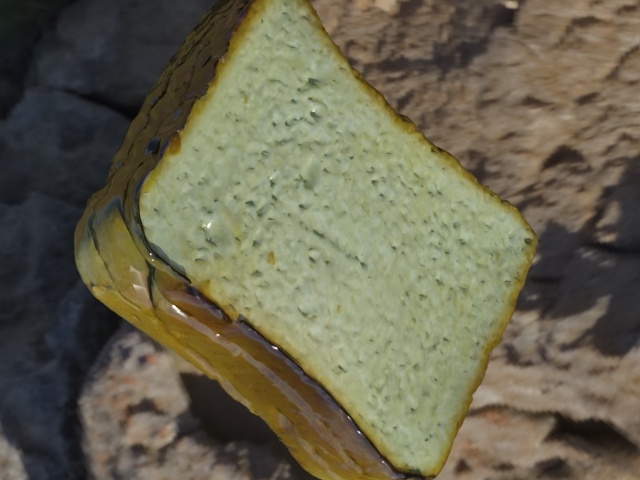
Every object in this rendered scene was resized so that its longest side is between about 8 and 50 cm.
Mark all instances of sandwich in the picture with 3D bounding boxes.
[{"bbox_3d":[0.000,0.000,0.728,0.214,0.186,0.065,40,147,-24],"label":"sandwich"}]
